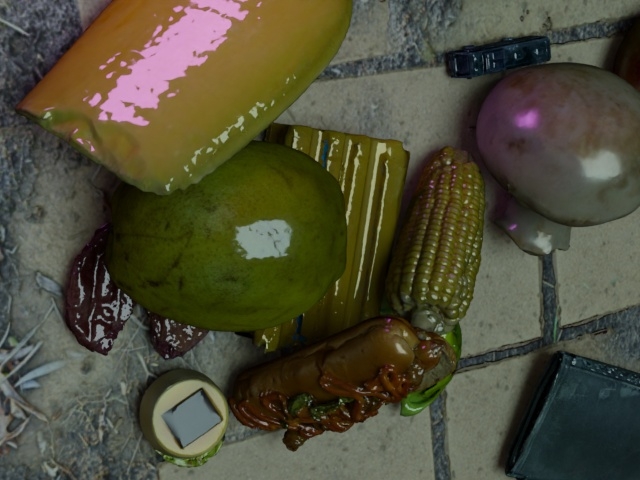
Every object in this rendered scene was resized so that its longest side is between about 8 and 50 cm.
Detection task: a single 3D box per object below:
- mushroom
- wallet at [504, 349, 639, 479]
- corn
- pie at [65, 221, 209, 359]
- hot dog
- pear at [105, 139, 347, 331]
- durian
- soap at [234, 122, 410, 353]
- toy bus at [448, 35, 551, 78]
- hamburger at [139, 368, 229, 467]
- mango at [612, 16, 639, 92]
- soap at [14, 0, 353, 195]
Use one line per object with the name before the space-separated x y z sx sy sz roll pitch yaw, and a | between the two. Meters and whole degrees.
mushroom | 0.370 -0.123 1.880 0.297 0.298 0.290 -7 139 -28
wallet | 0.476 0.328 2.093 0.342 0.075 0.237 18 95 -33
corn | 0.174 0.002 1.775 0.130 0.130 0.347 41 46 -28
pie | -0.240 0.067 1.655 0.218 0.054 0.204 22 87 -28
hot dog | 0.024 0.203 1.669 0.158 0.348 0.117 22 53 -43
pear | -0.116 -0.011 1.542 0.307 0.253 0.253 5 96 -8
durian | 0.146 0.143 1.862 0.139 0.101 0.250 -16 108 8
soap | 0.000 0.001 1.752 0.204 0.096 0.325 8 95 -30
toy bus | 0.278 -0.285 1.881 0.165 0.065 0.047 -16 107 -28
hamburger | -0.187 0.248 1.698 0.141 0.081 0.126 44 75 -15
mango | 0.574 -0.327 2.017 0.133 0.111 0.267 47 70 -15
soap | -0.153 -0.238 1.528 0.427 0.306 0.115 -47 148 -20
